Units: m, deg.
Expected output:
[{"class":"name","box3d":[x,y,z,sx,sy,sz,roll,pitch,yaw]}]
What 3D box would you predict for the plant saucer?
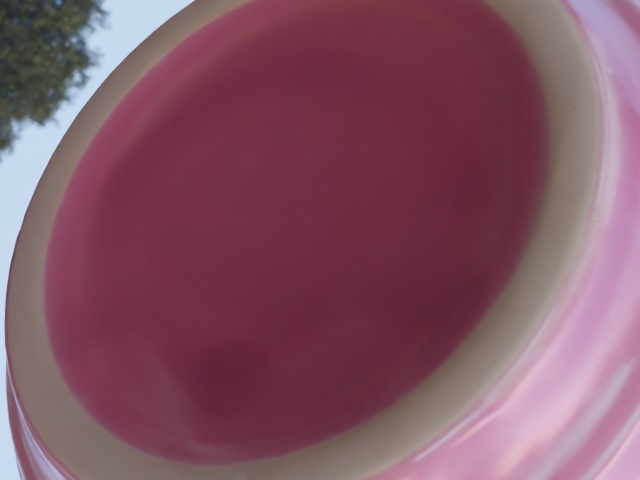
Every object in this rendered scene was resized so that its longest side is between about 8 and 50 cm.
[{"class":"plant saucer","box3d":[0.000,0.000,0.436,0.332,0.084,0.332,-15,-125,22]}]
